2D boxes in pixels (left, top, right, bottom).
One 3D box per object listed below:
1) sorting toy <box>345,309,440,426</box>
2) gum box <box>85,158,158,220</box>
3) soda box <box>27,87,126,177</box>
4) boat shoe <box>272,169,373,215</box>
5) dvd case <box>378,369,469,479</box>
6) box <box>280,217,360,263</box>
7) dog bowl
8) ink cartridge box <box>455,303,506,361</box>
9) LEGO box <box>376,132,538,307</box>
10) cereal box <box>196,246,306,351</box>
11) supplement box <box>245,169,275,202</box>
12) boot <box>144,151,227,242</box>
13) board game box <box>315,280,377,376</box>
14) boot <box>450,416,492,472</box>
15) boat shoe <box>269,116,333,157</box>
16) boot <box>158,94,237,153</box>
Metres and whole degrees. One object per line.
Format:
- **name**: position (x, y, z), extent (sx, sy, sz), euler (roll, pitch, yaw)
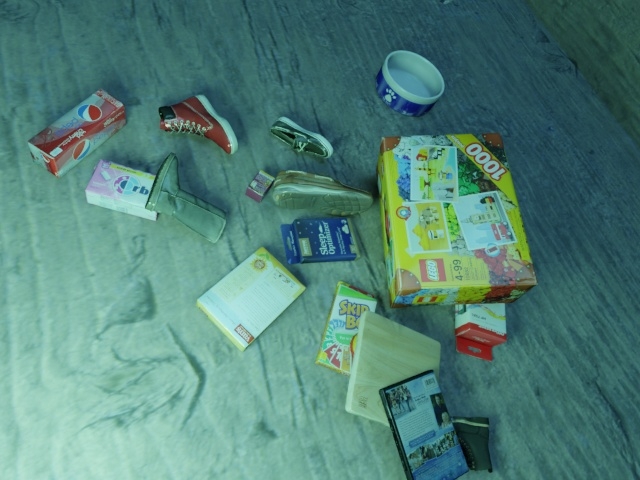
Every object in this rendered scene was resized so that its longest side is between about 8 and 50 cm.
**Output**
- **sorting toy**: position (0.178, 0.350, 1.151), extent (0.257, 0.089, 0.255), euler (26, 56, -19)
- **gum box**: position (-0.517, -0.134, 1.184), extent (0.189, 0.062, 0.107), euler (16, 57, -13)
- **soda box**: position (-0.649, -0.293, 1.203), extent (0.084, 0.092, 0.263), euler (33, 56, -1)
- **boat shoe**: position (0.013, -0.159, 1.378), extent (0.325, 0.123, 0.116), euler (8, 58, -20)
- **dvd case**: position (0.250, 0.460, 1.073), extent (0.181, 0.022, 0.252), euler (-7, 72, -34)
- **box**: position (0.000, 0.000, 1.333), extent (0.226, 0.036, 0.136), euler (-3, 63, -22)
- **dog bowl**: position (0.358, -0.632, 1.790), extent (0.265, 0.104, 0.264), euler (10, 59, -16)
- **ink cartridge box**: position (0.492, 0.239, 1.367), extent (0.134, 0.078, 0.230), euler (18, 58, -11)
- **LEGO box**: position (0.381, -0.064, 1.344), extent (0.373, 0.193, 0.499), euler (-2, 65, 0)
- **cereal box**: position (-0.179, 0.148, 1.169), extent (0.173, 0.047, 0.240), euler (44, 56, 6)
- **supplement box**: position (-0.183, -0.164, 1.346), extent (0.055, 0.043, 0.083), euler (32, 55, -3)
- **boot**: position (-0.344, -0.114, 1.193), extent (0.209, 0.076, 0.189), euler (23, 70, -27)
- **board game box**: position (0.078, 0.238, 1.232), extent (0.124, 0.039, 0.259), euler (24, 53, -9)
- **boot**: position (0.367, 0.533, 1.158), extent (0.198, 0.077, 0.136), euler (7, 65, -17)
- **boat shoe**: position (-0.065, -0.326, 1.470), extent (0.219, 0.077, 0.070), euler (29, 54, 6)
- **boot**: position (-0.377, -0.330, 1.341), extent (0.176, 0.088, 0.244), euler (-30, 68, -32)
